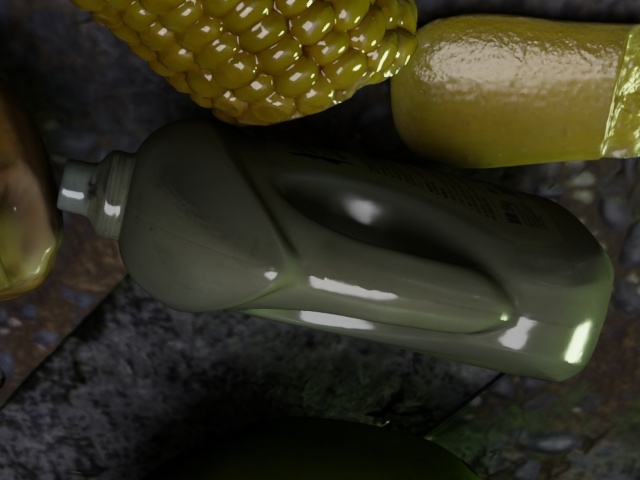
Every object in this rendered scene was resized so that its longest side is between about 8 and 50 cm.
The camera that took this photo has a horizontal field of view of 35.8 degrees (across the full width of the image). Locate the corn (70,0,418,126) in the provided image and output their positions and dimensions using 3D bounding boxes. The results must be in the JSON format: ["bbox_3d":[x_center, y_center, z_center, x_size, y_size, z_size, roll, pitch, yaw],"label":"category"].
[{"bbox_3d":[-0.110,-0.190,0.398,0.144,0.144,0.387,-34,115,22],"label":"corn"}]

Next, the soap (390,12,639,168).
[{"bbox_3d":[0.121,-0.080,0.526,0.169,0.033,0.089,-3,127,3],"label":"soap"}]

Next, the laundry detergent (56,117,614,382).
[{"bbox_3d":[0.000,0.000,0.490,0.253,0.181,0.091,12,102,-13],"label":"laundry detergent"}]

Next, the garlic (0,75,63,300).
[{"bbox_3d":[-0.296,-0.030,0.475,0.339,0.196,0.151,1,106,-9],"label":"garlic"}]

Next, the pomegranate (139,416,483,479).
[{"bbox_3d":[-0.007,0.239,0.653,0.310,0.216,0.358,-18,151,13],"label":"pomegranate"}]
